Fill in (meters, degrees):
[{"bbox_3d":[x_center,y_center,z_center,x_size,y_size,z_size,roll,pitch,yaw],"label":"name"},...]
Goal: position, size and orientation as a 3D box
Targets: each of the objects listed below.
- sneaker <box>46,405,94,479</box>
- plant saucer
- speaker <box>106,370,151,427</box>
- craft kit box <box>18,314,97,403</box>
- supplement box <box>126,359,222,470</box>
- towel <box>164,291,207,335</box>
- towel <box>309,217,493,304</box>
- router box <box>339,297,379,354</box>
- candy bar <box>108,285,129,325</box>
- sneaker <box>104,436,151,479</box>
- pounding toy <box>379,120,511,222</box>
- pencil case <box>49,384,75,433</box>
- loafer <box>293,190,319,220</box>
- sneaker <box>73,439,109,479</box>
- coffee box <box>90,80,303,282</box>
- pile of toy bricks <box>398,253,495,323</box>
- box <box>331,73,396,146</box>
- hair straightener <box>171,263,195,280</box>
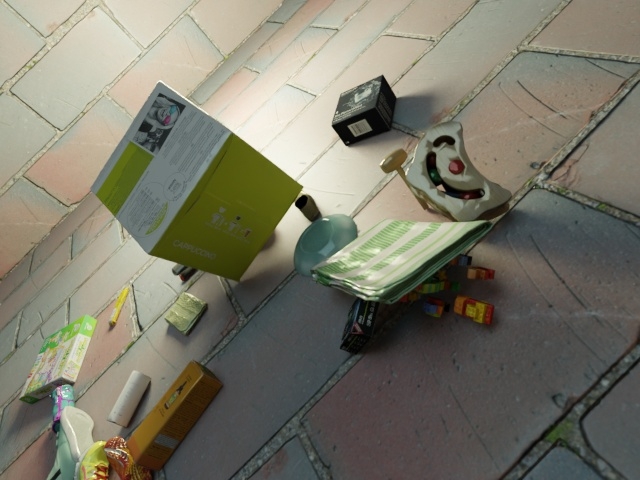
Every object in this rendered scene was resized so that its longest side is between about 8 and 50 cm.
[{"bbox_3d":[-0.681,0.561,1.183,0.151,0.094,0.255,-53,37,-6],"label":"sneaker"},{"bbox_3d":[0.000,0.000,1.127,0.194,0.037,0.195,-24,42,24],"label":"plant saucer"},{"bbox_3d":[-0.507,0.419,1.185,0.055,0.055,0.136,-7,51,39],"label":"speaker"},{"bbox_3d":[-0.922,0.418,1.574,0.246,0.061,0.250,-26,41,19],"label":"craft kit box"},{"bbox_3d":[-0.333,0.399,1.027,0.078,0.080,0.234,24,75,50],"label":"supplement box"},{"bbox_3d":[-0.395,0.209,1.303,0.148,0.027,0.110,13,64,48],"label":"towel"},{"bbox_3d":[0.129,0.024,0.860,0.247,0.038,0.324,-33,13,-18],"label":"towel"},{"bbox_3d":[0.076,0.154,0.851,0.122,0.038,0.092,109,180,-59],"label":"router box"},{"bbox_3d":[-0.716,0.230,1.586,0.040,0.018,0.162,-25,42,29],"label":"candy bar"},{"bbox_3d":[-0.437,0.525,1.028,0.064,0.068,0.175,-27,40,-35],"label":"sneaker"},{"bbox_3d":[0.268,-0.134,0.924,0.269,0.155,0.154,43,93,24],"label":"pounding toy"},{"bbox_3d":[-0.773,0.505,1.339,0.064,0.070,0.151,-27,35,-18],"label":"pencil case"},{"bbox_3d":[-0.048,-0.110,1.263,0.056,0.050,0.148,-43,37,2],"label":"loafer"},{"bbox_3d":[-0.526,0.580,1.044,0.094,0.081,0.209,-16,51,21],"label":"sneaker"},{"bbox_3d":[-0.318,-0.139,1.189,0.334,0.337,0.338,37,94,31],"label":"coffee box"},{"bbox_3d":[0.192,0.077,0.787,0.212,0.105,0.118,14,101,49],"label":"pile of toy bricks"},{"bbox_3d":[0.129,-0.384,1.323,0.155,0.093,0.159,-14,46,34],"label":"box"},{"bbox_3d":[-0.384,0.027,1.417,0.230,0.089,0.047,-42,55,-2],"label":"hair straightener"}]
